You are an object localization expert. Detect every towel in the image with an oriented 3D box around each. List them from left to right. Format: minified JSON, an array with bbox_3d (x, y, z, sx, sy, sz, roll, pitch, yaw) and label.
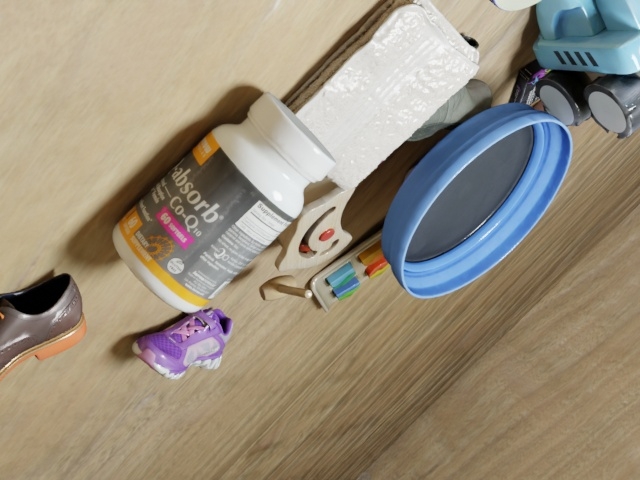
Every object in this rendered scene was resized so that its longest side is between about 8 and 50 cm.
[{"bbox_3d":[0.081,-0.204,1.533,0.282,0.049,0.187,-45,133,11],"label":"towel"}]

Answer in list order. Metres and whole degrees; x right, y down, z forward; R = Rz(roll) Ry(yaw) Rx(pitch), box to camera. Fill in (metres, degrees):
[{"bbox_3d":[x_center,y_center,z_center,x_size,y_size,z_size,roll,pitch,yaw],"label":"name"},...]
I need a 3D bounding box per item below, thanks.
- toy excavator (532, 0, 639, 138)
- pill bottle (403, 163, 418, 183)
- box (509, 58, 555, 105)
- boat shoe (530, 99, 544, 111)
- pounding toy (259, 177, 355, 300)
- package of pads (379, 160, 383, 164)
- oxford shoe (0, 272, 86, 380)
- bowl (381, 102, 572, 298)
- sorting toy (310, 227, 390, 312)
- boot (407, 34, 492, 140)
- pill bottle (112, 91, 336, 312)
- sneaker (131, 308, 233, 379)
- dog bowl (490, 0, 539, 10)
[{"bbox_3d":[0.458,-0.399,1.696,0.222,0.445,0.433,-37,-158,-13],"label":"toy excavator"},{"bbox_3d":[0.271,-0.116,2.055,0.221,0.124,0.124,-25,155,-35],"label":"pill bottle"},{"bbox_3d":[0.429,-0.317,2.059,0.162,0.029,0.116,-35,159,-19],"label":"box"},{"bbox_3d":[0.423,-0.228,2.175,0.207,0.073,0.073,-43,159,2],"label":"boat shoe"},{"bbox_3d":[0.000,0.000,1.763,0.154,0.155,0.269,-22,153,-32],"label":"pounding toy"},{"bbox_3d":[0.102,-0.160,1.793,0.083,0.032,0.050,-49,160,22],"label":"package of pads"},{"bbox_3d":[-0.423,0.121,1.385,0.271,0.097,0.098,-30,138,-37],"label":"oxford shoe"},{"bbox_3d":[0.266,-0.070,1.894,0.391,0.077,0.391,-30,148,-21],"label":"bowl"},{"bbox_3d":[0.077,0.058,2.201,0.208,0.038,0.193,-39,160,-4],"label":"sorting toy"},{"bbox_3d":[0.218,-0.254,1.745,0.246,0.083,0.161,-24,149,-42],"label":"boot"},{"bbox_3d":[-0.123,-0.051,1.428,0.278,0.162,0.162,-44,160,8],"label":"pill bottle"},{"bbox_3d":[-0.219,0.160,1.818,0.104,0.095,0.236,-54,162,15],"label":"sneaker"},{"bbox_3d":[0.291,-0.435,1.446,0.265,0.104,0.265,-35,160,-15],"label":"dog bowl"}]
